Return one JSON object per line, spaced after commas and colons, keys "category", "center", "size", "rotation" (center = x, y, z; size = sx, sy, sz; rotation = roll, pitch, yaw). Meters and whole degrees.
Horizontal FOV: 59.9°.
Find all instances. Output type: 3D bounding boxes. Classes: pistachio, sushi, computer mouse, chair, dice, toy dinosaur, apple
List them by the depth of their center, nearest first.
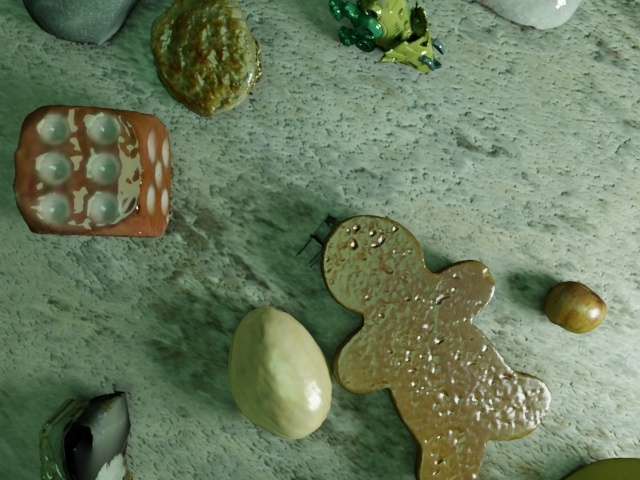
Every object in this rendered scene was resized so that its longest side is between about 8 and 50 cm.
{"category": "toy dinosaur", "center": [0.082, -0.318, 0.764], "size": [0.153, 0.259, 0.094], "rotation": [28, 88, 26]}
{"category": "dice", "center": [-0.313, -0.090, 0.782], "size": [0.174, 0.179, 0.175], "rotation": [2, 93, -1]}
{"category": "computer mouse", "center": [-0.307, -0.469, 0.809], "size": [0.203, 0.114, 0.374], "rotation": [27, 89, 0]}
{"category": "pistachio", "center": [-0.062, 0.196, 0.814], "size": [0.145, 0.117, 0.200], "rotation": [-28, 91, -15]}
{"category": "sushi", "center": [-0.353, 0.371, 0.827], "size": [0.109, 0.134, 0.273], "rotation": [2, 105, 13]}
{"category": "apple", "center": [0.383, 0.102, 0.841], "size": [0.084, 0.084, 0.071], "rotation": [30, 111, -1]}
{"category": "chair", "center": [0.001, 0.000, 0.852], "size": [0.037, 0.042, 0.086], "rotation": [40, 90, -5]}

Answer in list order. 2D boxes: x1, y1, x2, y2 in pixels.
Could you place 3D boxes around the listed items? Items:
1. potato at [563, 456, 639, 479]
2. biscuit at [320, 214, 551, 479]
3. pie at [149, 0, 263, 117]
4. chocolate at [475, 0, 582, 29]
{"category": "potato", "center": [0.447, 0.438, 0.809], "size": [0.203, 0.178, 0.158], "rotation": [-43, 106, -17]}
{"category": "biscuit", "center": [0.152, 0.148, 0.843], "size": [0.283, 0.064, 0.432], "rotation": [-37, 92, -5]}
{"category": "pie", "center": [-0.171, -0.281, 0.832], "size": [0.163, 0.079, 0.193], "rotation": [-14, 90, 8]}
{"category": "chocolate", "center": [0.278, -0.453, 0.828], "size": [0.303, 0.100, 0.185], "rotation": [27, 87, -4]}
